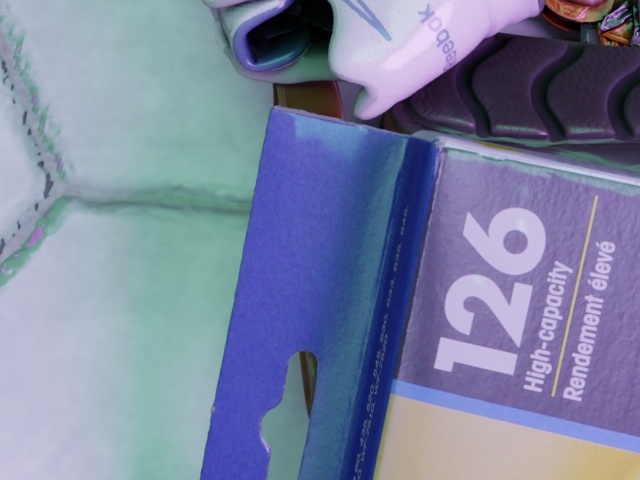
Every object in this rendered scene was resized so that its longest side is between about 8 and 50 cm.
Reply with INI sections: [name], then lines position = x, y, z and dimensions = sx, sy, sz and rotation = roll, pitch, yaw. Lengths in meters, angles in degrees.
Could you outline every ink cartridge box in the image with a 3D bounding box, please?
[ink cartridge box]
position = 0.091, 0.115, 0.607
dimensions = 0.307, 0.072, 0.304
rotation = 11, 96, 7

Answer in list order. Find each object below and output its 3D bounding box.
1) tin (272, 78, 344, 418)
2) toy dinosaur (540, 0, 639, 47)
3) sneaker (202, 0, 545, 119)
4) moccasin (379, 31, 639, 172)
[tin]
position = 0.000, 0.000, 0.722
dimensions = 0.040, 0.106, 0.190
rotation = -4, 72, -8
[toy dinosaur]
position = 0.172, -0.188, 0.764
dimensions = 0.321, 0.164, 0.218
rotation = 19, 89, -14
[sneaker]
position = -0.025, -0.154, 0.719
dimensions = 0.129, 0.111, 0.297
rotation = -43, 41, -16
[moccasin]
position = 0.217, -0.011, 0.707
dimensions = 0.380, 0.147, 0.139
rotation = 4, 51, 8
